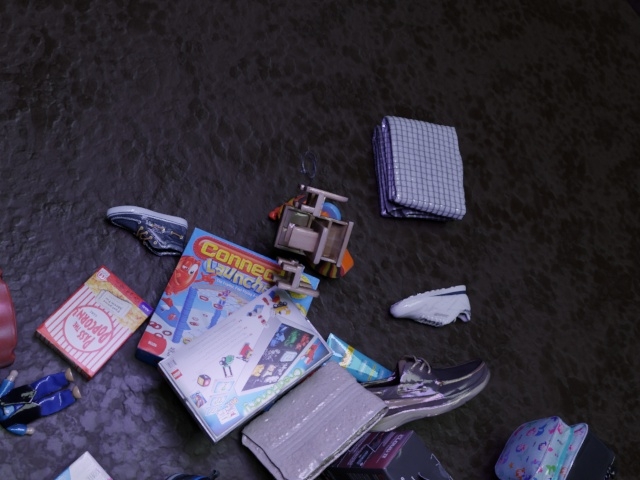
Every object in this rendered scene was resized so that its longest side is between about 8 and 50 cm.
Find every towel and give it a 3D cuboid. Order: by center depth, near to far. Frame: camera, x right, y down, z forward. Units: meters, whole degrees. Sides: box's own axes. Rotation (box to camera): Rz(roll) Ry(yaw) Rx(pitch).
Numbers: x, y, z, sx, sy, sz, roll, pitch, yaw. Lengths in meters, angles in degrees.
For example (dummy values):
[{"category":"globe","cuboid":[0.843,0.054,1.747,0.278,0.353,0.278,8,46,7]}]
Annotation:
[{"category":"towel","cuboid":[-0.016,0.387,1.577,0.282,0.049,0.187,-37,51,-22]},{"category":"towel","cuboid":[0.265,-0.184,1.999,0.234,0.121,0.284,8,64,-24]}]

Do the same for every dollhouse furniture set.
[{"category":"dollhouse furniture set","cuboid":[0.000,0.000,1.586,0.160,0.242,0.212,16,95,-12]}]

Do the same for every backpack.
[{"category":"backpack","cuboid":[0.525,0.540,1.729,0.191,0.253,0.225,38,61,-1]}]

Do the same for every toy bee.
[{"category":"toy bee","cuboid":[-0.033,-0.048,1.797,0.195,0.162,0.299,-3,83,-56]}]

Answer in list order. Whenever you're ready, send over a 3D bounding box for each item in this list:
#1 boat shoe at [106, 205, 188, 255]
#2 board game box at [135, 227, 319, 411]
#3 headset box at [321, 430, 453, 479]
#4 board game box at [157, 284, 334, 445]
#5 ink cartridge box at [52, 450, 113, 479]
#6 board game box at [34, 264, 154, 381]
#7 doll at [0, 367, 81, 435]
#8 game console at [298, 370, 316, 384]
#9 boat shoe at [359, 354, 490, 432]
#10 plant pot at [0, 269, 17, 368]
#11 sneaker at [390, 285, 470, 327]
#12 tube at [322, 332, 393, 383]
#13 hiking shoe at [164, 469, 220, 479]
[{"category":"boat shoe","cuboid":[-0.386,-0.019,1.645,0.183,0.065,0.083,11,63,-22]},{"category":"board game box","cuboid":[-0.196,0.169,1.609,0.308,0.086,0.302,22,62,-4]},{"category":"headset box","cuboid":[0.156,0.507,1.523,0.110,0.293,0.218,-43,101,-33]},{"category":"board game box","cuboid":[-0.149,0.245,1.504,0.305,0.053,0.193,-33,76,-26]},{"category":"ink cartridge box","cuboid":[-0.434,0.485,1.390,0.143,0.090,0.092,50,57,0]},{"category":"board game box","cuboid":[-0.466,0.170,1.537,0.146,0.045,0.193,41,58,-4]},{"category":"doll","cuboid":[-0.568,0.309,1.428,0.189,0.046,0.129,-22,88,-25]},{"category":"game console","cuboid":[-0.078,0.266,1.699,0.124,0.085,0.144,23,55,-51]},{"category":"boat shoe","cuboid":[0.213,0.329,1.673,0.355,0.132,0.130,-20,94,-8]},{"category":"plant pot","cuboid":[-0.703,0.155,1.317,0.265,0.272,0.273,-10,73,-37]},{"category":"sneaker","cuboid":[0.284,0.176,1.873,0.235,0.090,0.095,-8,81,-26]},{"category":"tube","cuboid":[0.096,0.302,1.748,0.207,0.052,0.080,29,66,-8]},{"category":"hiking shoe","cuboid":[-0.259,0.590,1.388,0.113,0.132,0.304,21,60,-40]}]
